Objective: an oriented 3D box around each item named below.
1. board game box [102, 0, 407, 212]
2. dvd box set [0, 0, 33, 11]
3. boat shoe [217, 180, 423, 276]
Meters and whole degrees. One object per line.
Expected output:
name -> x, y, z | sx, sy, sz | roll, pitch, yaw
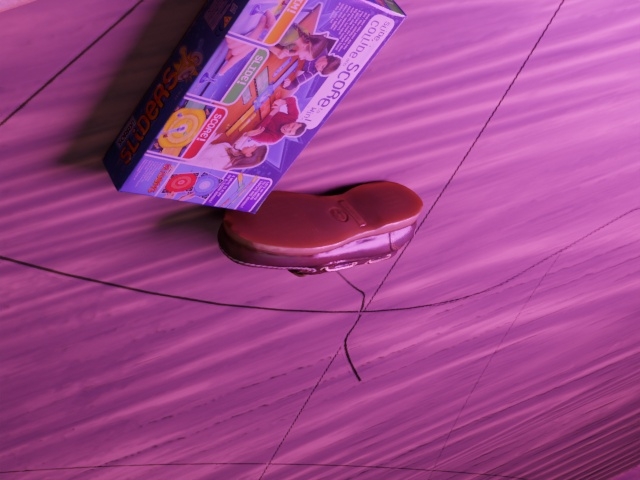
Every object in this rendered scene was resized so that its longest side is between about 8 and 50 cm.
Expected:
board game box -> -0.047, -0.108, 0.740 | 0.136, 0.035, 0.201 | 9, 129, -47
dvd box set -> -0.018, -0.279, 0.414 | 0.420, 0.062, 0.308 | -27, 144, -25
boat shoe -> 0.000, 0.000, 0.892 | 0.207, 0.073, 0.073 | -6, 137, -36
